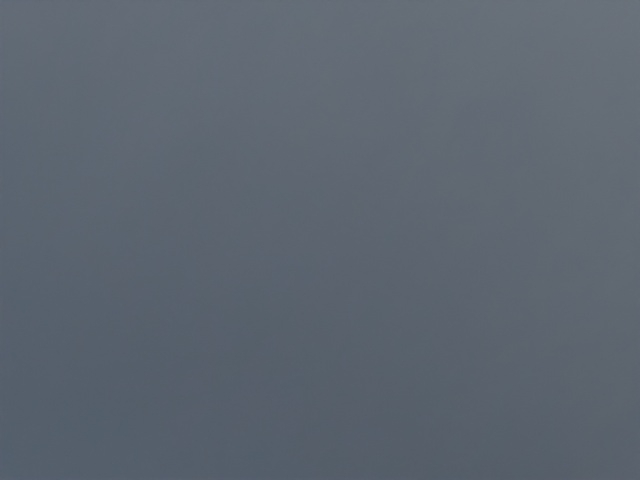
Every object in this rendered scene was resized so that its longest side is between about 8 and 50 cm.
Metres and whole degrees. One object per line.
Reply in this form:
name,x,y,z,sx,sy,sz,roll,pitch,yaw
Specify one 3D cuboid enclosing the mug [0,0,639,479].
mug,0.000,0.000,0.243,0.276,0.328,0.374,3,53,-23
